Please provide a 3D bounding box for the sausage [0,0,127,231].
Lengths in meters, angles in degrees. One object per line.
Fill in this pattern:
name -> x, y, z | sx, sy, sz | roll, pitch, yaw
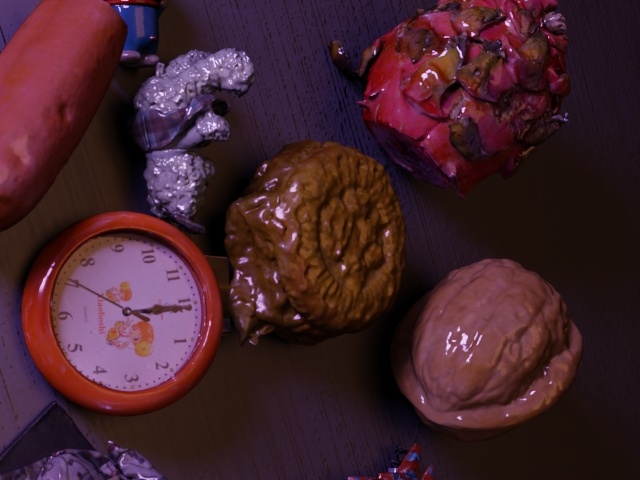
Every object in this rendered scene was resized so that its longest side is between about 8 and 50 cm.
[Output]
sausage -> -0.271, -0.117, 0.907 | 0.113, 0.113, 0.259 | 44, 51, -32

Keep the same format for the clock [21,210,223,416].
clock -> -0.194, 0.072, 0.973 | 0.205, 0.051, 0.205 | 6, 78, -28

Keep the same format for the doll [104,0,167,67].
doll -> -0.203, -0.262, 1.040 | 0.114, 0.085, 0.152 | -12, 102, -62

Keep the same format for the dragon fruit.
dragon fruit -> 0.197, -0.223, 1.312 | 0.291, 0.269, 0.250 | -54, 132, -6

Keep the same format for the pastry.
pastry -> 0.000, 0.000, 1.150 | 0.235, 0.132, 0.240 | 6, 74, -54

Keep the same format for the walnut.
walnut -> 0.218, 0.152, 1.307 | 0.224, 0.257, 0.257 | 84, 29, -47

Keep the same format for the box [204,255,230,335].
box -> -0.154, 0.059, 1.063 | 0.133, 0.023, 0.090 | 6, 79, -47

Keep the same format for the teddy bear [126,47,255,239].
teddy bear -> -0.151, -0.113, 1.030 | 0.111, 0.133, 0.213 | 17, 82, -36

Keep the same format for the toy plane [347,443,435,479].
toy plane -> 0.089, 0.318, 1.247 | 0.189, 0.061, 0.130 | 22, 67, -38

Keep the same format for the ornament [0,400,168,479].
ornament -> -0.186, 0.239, 0.864 | 0.153, 0.196, 0.166 | 59, 45, -22
